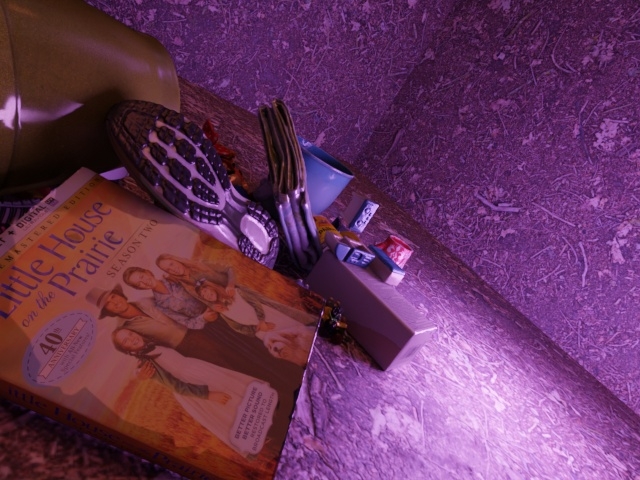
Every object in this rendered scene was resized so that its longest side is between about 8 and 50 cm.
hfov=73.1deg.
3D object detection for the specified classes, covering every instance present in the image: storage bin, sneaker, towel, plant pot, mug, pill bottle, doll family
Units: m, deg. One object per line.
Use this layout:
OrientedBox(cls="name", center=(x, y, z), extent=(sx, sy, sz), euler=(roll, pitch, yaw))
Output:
OrientedBox(cls="storage bin", center=(0.075, -0.017, 1.552), extent=(0.091, 0.098, 0.135), euler=(40, 16, -14))
OrientedBox(cls="sneaker", center=(-0.244, -0.056, 0.767), extent=(0.410, 0.182, 0.158), euler=(55, 36, -43))
OrientedBox(cls="towel", center=(-0.072, -0.128, 1.123), extent=(0.374, 0.090, 0.321), euler=(81, -4, -60))
OrientedBox(cls="plant pot", center=(-0.437, -0.244, 0.691), extent=(0.366, 0.366, 0.353), euler=(41, 30, 24))
OrientedBox(cls="mug", center=(0.204, 0.072, 1.392), extent=(0.150, 0.169, 0.113), euler=(16, 25, -45))
OrientedBox(cls="pill bottle", center=(0.000, 0.000, 1.318), extent=(0.117, 0.117, 0.215), euler=(17, 23, -41))
OrientedBox(cls="plant pot", center=(-0.067, -0.190, 1.478), extent=(0.271, 0.255, 0.272), euler=(31, 17, -11))
OrientedBox(cls="doll family", center=(-0.007, 0.160, 0.966), extent=(0.193, 0.076, 0.111), euler=(27, 22, -4))
OrientedBox(cls="sneaker", center=(-0.462, -0.017, 0.652), extent=(0.075, 0.063, 0.170), euler=(39, 21, 4))

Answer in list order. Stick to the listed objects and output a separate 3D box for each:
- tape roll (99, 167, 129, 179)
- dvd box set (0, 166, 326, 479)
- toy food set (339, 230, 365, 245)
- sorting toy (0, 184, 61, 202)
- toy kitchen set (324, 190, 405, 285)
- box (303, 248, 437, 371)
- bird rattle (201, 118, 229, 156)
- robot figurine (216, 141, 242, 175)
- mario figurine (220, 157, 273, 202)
OrientedBox(cls="tape roll", center=(-0.563, -0.243, 0.970), extent=(0.286, 0.100, 0.286), euler=(25, 14, -6))
OrientedBox(cls="dvd box set", center=(-0.213, 0.104, 0.572), extent=(0.420, 0.062, 0.308), euler=(30, 42, -9))
OrientedBox(cls="toy food set", center=(0.102, 0.066, 1.331), extent=(0.071, 0.128, 0.218), euler=(37, 11, -44))
OrientedBox(cls="sorting toy", center=(-0.516, -0.100, 0.821), extent=(0.208, 0.038, 0.193), euler=(41, 19, 24))
OrientedBox(cls="toy kitchen set", center=(0.139, -0.003, 1.076), extent=(0.207, 0.166, 0.122), euler=(18, 22, -40))
OrientedBox(cls="box", center=(0.119, 0.162, 1.084), extent=(0.311, 0.121, 0.148), euler=(44, 21, 31))
OrientedBox(cls="bird rattle", center=(-0.370, -0.208, 1.145), extent=(0.253, 0.143, 0.207), euler=(0, 54, -8))
OrientedBox(cls="robot figurine", center=(-0.360, -0.273, 1.477), extent=(0.211, 0.085, 0.291), euler=(29, 18, -16))
OrientedBox(cls="mario figurine", center=(-0.253, -0.135, 1.163), extent=(0.198, 0.170, 0.320), euler=(17, 25, -36))
